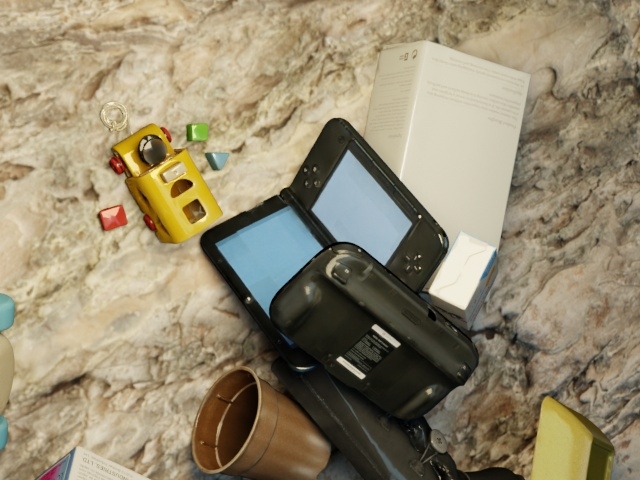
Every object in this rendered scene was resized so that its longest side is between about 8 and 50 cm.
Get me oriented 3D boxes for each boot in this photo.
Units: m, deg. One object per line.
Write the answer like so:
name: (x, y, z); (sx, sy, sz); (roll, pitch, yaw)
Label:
boot: (0.138, 0.303, 1.960); (0.146, 0.367, 0.445); (-41, 87, 16)

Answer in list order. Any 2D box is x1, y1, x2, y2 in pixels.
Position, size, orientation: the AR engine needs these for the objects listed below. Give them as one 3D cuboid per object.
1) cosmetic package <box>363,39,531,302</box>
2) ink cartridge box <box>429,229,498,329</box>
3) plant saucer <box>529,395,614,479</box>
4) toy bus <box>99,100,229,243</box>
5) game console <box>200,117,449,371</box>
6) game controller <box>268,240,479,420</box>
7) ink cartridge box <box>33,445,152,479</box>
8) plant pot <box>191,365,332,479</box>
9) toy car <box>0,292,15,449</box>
cosmetic package: (0.182, -0.105, 1.975); (0.217, 0.156, 0.385); (15, 87, -26)
ink cartridge box: (0.214, 0.065, 1.818); (0.061, 0.181, 0.104); (26, 80, 15)
plant saucer: (0.414, 0.442, 2.032); (0.333, 0.081, 0.333); (31, 68, -64)
toy bus: (-0.228, -0.094, 1.801); (0.202, 0.104, 0.191); (13, 86, -26)
game console: (0.000, 0.000, 1.803); (0.173, 0.293, 0.250); (-8, 139, -45)
game controller: (0.079, 0.135, 1.726); (0.166, 0.067, 0.319); (-39, 120, 20)
ink cartridge box: (-0.292, 0.515, 1.656); (0.270, 0.151, 0.395); (31, 38, -23)
plant pot: (-0.081, 0.299, 1.867); (0.165, 0.167, 0.167); (29, 80, -31)
toy car: (-0.547, 0.184, 1.642); (0.238, 0.210, 0.219); (7, 104, 1)
